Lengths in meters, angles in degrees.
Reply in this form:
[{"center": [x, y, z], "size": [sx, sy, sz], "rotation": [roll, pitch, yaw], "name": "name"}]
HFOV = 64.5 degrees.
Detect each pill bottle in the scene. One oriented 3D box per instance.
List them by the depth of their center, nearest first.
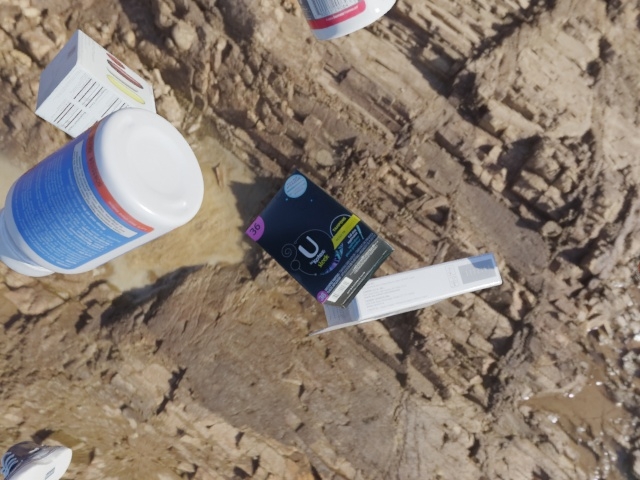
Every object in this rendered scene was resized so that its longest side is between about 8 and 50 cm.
[{"center": [-0.242, -0.037, 0.529], "size": [0.124, 0.221, 0.124], "rotation": [42, 37, -42], "name": "pill bottle"}, {"center": [0.003, -0.545, 0.902], "size": [0.176, 0.176, 0.319], "rotation": [-49, 128, -29], "name": "pill bottle"}]

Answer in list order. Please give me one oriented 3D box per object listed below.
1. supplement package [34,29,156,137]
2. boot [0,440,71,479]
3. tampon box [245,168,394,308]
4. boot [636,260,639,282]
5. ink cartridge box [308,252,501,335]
[{"center": [-0.506, -0.326, 1.157], "size": [0.203, 0.149, 0.194], "rotation": [36, 21, -43], "name": "supplement package"}, {"center": [-0.488, 0.376, 0.820], "size": [0.086, 0.190, 0.069], "rotation": [13, 80, -1], "name": "boot"}, {"center": [0.000, 0.000, 0.728], "size": [0.161, 0.101, 0.120], "rotation": [40, 94, 23], "name": "tampon box"}, {"center": [0.569, 0.043, 0.836], "size": [0.059, 0.158, 0.085], "rotation": [-7, 104, 16], "name": "boot"}, {"center": [0.142, 0.106, 0.964], "size": [0.296, 0.261, 0.066], "rotation": [-10, 79, -23], "name": "ink cartridge box"}]
